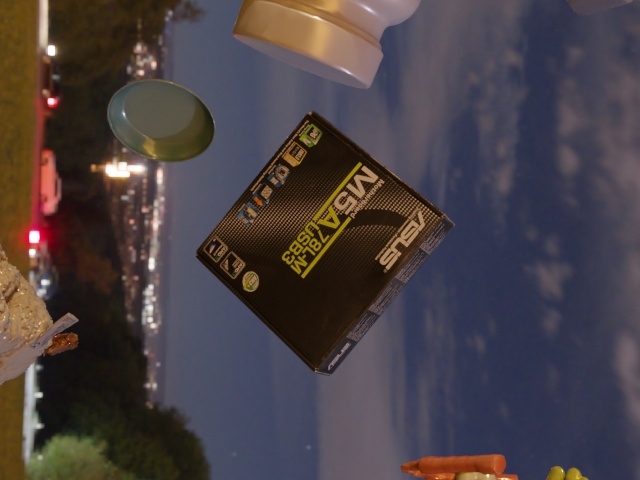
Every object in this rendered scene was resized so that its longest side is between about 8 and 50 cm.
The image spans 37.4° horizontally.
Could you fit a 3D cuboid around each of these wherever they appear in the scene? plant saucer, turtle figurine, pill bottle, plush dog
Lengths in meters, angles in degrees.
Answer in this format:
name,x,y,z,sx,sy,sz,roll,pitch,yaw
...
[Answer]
name,x,y,z,sx,sy,sz,roll,pitch,yaw
plant saucer,-0.173,-0.135,1.037,0.119,0.119,0.021,104,-6,-49
turtle figurine,0.095,0.209,0.647,0.269,0.217,0.087,-51,-126,39
pill bottle,0.043,-0.373,1.073,0.210,0.210,0.363,-143,-107,-77
plush dog,-0.456,0.072,1.257,0.225,0.210,0.262,56,-49,18

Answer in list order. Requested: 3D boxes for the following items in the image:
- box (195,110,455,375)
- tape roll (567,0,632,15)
name,x,y,z,sx,sy,sz,roll,pitch,yaw
box,0.000,0.000,0.911,0.184,0.191,0.045,42,5,29
tape roll,0.384,-0.438,1.350,0.219,0.072,0.219,20,65,-53
